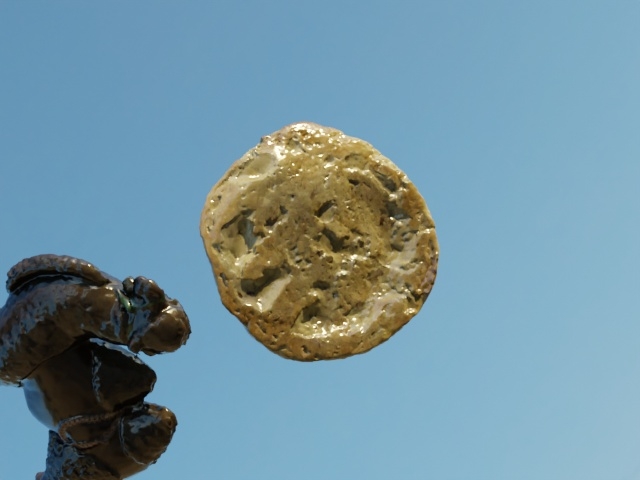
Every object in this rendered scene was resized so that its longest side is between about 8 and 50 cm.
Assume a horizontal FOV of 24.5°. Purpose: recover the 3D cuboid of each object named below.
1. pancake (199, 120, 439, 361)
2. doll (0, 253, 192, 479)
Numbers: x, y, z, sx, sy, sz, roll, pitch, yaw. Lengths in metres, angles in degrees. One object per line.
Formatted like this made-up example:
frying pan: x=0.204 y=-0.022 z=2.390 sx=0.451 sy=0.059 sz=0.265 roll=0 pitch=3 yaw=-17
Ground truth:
pancake: x=0.001 y=0.000 z=0.907 sx=0.151 sy=0.151 sz=0.025 roll=-48 pitch=5 yaw=-12
doll: x=-0.126 y=0.071 z=0.755 sx=0.139 sy=0.165 sz=0.057 roll=60 pitch=-147 yaw=-17
